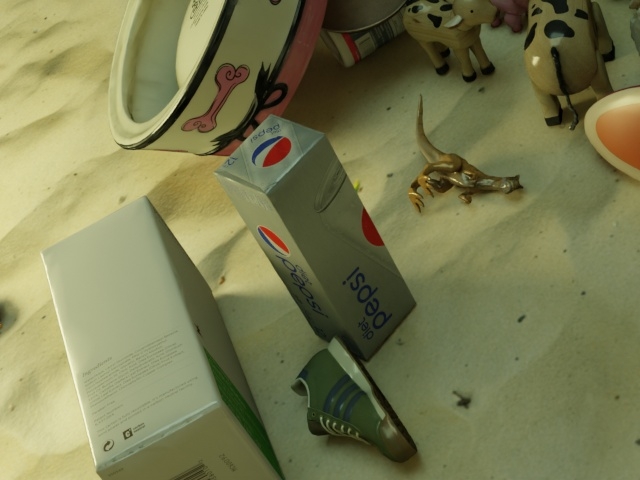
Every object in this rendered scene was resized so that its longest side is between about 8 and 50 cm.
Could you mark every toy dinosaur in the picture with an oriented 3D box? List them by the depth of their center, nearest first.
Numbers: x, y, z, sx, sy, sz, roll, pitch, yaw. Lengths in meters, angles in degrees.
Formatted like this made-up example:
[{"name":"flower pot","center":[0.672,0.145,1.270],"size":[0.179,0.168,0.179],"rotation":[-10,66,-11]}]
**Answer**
[{"name":"toy dinosaur","center":[0.153,-0.089,1.771],"size":[0.112,0.064,0.211],"rotation":[-31,48,-27]}]

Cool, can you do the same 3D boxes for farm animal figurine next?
[{"name":"farm animal figurine","center":[0.272,-0.283,1.790],"size":[0.330,0.172,0.327],"rotation":[-23,42,9]}]

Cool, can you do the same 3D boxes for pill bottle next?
[{"name":"pill bottle","center":[0.081,-0.328,1.993],"size":[0.180,0.108,0.108],"rotation":[-34,42,-3]}]

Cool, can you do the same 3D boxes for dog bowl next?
[{"name":"dog bowl","center":[-0.133,-0.293,1.932],"size":[0.408,0.150,0.408],"rotation":[-43,38,46]}]

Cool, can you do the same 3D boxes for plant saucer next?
[{"name":"plant saucer","center":[0.050,-0.335,1.924],"size":[0.168,0.029,0.168],"rotation":[-9,56,14]}]

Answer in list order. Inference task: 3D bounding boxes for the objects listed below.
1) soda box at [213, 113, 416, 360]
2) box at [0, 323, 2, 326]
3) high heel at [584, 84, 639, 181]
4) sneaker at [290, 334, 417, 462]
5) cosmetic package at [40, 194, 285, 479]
[{"name":"soda box","center":[0.000,0.000,1.591],"size":[0.091,0.286,0.098],"rotation":[24,64,43]},{"name":"box","center":[-0.489,0.123,1.956],"size":[0.136,0.028,0.081],"rotation":[-39,42,-12]},{"name":"high heel","center":[0.482,-0.125,1.600],"size":[0.181,0.127,0.377],"rotation":[-24,28,-38]},{"name":"sneaker","center":[0.029,0.189,1.567],"size":[0.086,0.064,0.192],"rotation":[-39,41,3]},{"name":"cosmetic package","center":[-0.181,0.146,1.628],"size":[0.155,0.197,0.366],"rotation":[-28,43,3]}]
